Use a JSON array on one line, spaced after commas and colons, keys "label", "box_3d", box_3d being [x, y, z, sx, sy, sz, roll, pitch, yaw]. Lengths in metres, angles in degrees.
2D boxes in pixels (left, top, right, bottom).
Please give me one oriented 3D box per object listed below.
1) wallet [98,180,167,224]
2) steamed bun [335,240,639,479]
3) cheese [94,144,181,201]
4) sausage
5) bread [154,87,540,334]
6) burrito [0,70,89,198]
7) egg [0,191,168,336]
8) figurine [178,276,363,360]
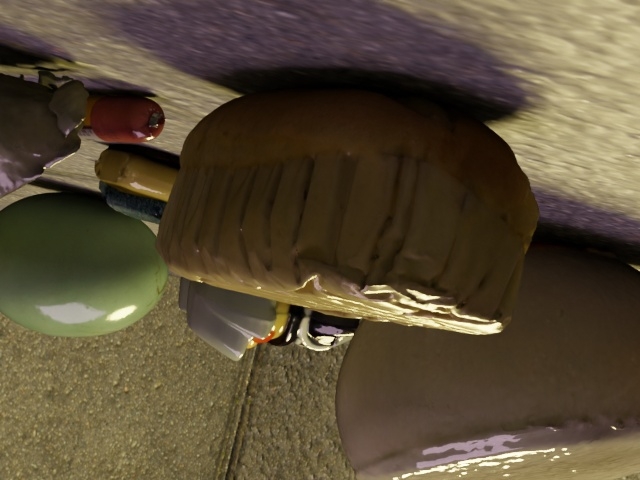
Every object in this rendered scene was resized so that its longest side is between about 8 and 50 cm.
[{"label": "wallet", "box_3d": [0.000, 0.000, 1.489, 0.379, 0.046, 0.190, 11, 174, 35]}, {"label": "steamed bun", "box_3d": [0.148, 0.093, 1.275, 0.283, 0.177, 0.283, -6, 163, -2]}, {"label": "cheese", "box_3d": [-0.098, -0.040, 1.353, 0.162, 0.036, 0.086, 16, 176, -30]}, {"label": "sausage", "box_3d": [-0.163, -0.080, 1.073, 0.029, 0.029, 0.223, 17, 174, -39]}, {"label": "bread", "box_3d": [0.012, -0.017, 0.844, 0.140, 0.106, 0.236, 17, 174, -29]}, {"label": "burrito", "box_3d": [-0.306, -0.073, 1.011, 0.347, 0.107, 0.175, 10, 159, 0]}, {"label": "egg", "box_3d": [-0.289, 0.029, 1.942, 0.230, 0.168, 0.168, 7, 174, 12]}, {"label": "figurine", "box_3d": [-0.034, 0.055, 1.790, 0.236, 0.133, 0.176, 9, -163, -23]}]
